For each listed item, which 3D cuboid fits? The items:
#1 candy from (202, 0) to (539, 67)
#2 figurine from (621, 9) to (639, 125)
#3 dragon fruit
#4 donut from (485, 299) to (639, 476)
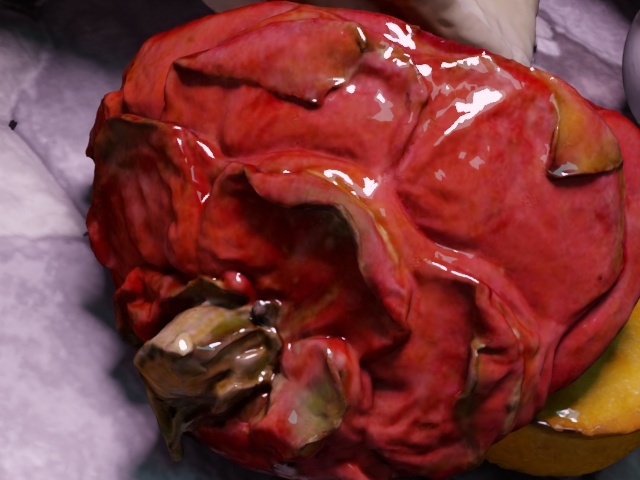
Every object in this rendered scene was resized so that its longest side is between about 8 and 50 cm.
[{"bbox_3d":[-0.008,-0.210,0.963,0.320,0.135,0.179,43,40,-34],"label":"candy"},{"bbox_3d":[0.249,-0.129,1.063,0.160,0.183,0.226,-10,63,24],"label":"figurine"},{"bbox_3d":[0.000,0.000,0.802,0.317,0.152,0.205,5,62,16],"label":"dragon fruit"},{"bbox_3d":[0.113,0.048,0.913,0.190,0.075,0.174,41,50,22],"label":"donut"}]
